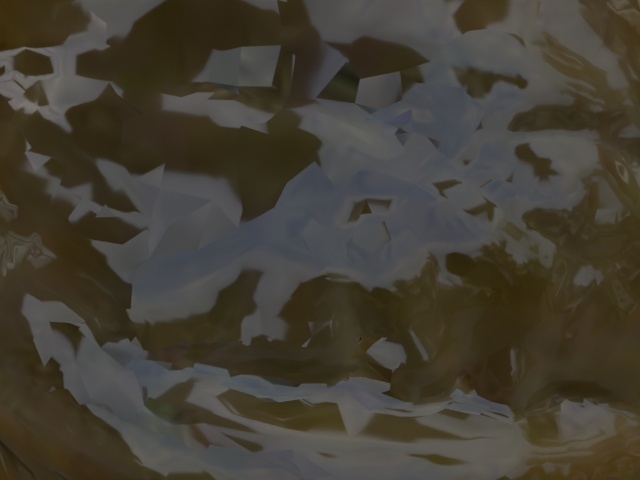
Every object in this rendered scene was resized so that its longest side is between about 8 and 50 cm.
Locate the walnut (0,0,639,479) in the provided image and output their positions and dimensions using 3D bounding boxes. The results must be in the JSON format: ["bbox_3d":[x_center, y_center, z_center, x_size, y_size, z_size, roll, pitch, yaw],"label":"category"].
[{"bbox_3d":[0.000,0.000,0.580,0.333,0.333,0.332,-9,60,15],"label":"walnut"}]
